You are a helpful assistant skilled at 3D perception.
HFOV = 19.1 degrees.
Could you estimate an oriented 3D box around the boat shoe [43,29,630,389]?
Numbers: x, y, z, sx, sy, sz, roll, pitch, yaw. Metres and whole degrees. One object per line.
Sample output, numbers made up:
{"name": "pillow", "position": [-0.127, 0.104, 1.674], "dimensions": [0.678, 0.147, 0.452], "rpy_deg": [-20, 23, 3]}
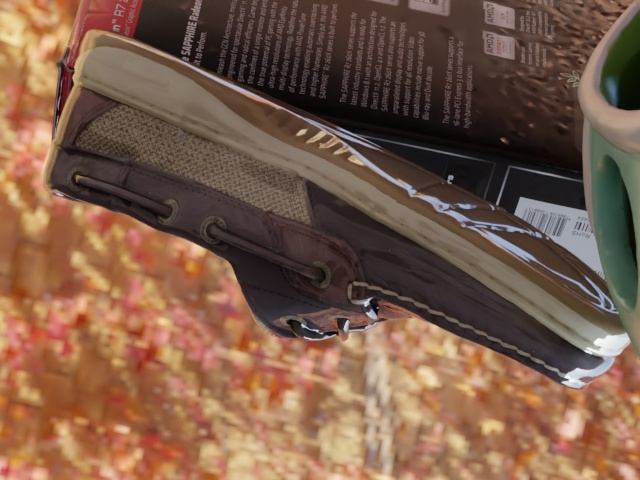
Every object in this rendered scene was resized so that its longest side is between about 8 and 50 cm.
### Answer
{"name": "boat shoe", "position": [0.000, 0.000, 0.827], "dimensions": [0.285, 0.103, 0.092], "rpy_deg": [28, -81, 20]}

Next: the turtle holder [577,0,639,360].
{"name": "turtle holder", "position": [0.217, -0.026, 0.698], "dimensions": [0.243, 0.227, 0.320], "rpy_deg": [-40, -163, 31]}

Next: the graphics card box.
{"name": "graphics card box", "position": [0.054, -0.092, 1.037], "dimensions": [0.233, 0.371, 0.094], "rpy_deg": [-85, -174, -50]}
